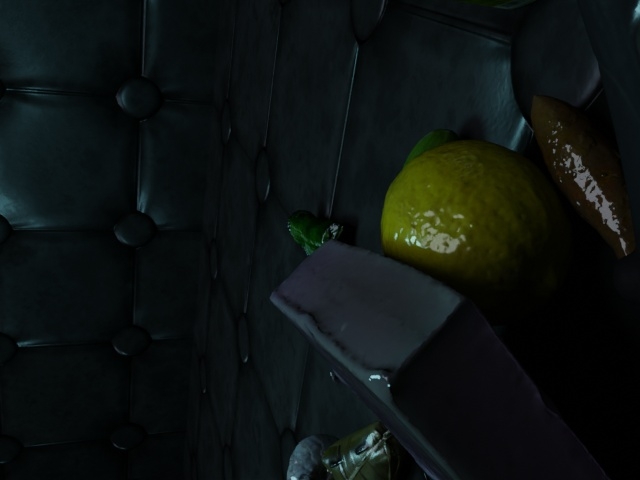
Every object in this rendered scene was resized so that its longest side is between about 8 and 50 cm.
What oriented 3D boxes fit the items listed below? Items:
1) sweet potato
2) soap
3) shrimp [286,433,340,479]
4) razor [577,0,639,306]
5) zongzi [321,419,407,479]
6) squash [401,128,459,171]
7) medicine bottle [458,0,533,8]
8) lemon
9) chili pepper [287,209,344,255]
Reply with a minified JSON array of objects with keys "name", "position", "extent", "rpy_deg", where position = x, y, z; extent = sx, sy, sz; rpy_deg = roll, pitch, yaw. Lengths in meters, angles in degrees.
[{"name":"sweet potato","position":[0.237,-0.051,0.560],"extent":[0.068,0.060,0.206],"rpy_deg":[52,-161,-56]},{"name":"soap","position":[0.107,0.150,0.601],"extent":[0.296,0.107,0.285],"rpy_deg":[49,171,-21]},{"name":"shrimp","position":[0.029,0.477,1.009],"extent":[0.116,0.145,0.343],"rpy_deg":[-32,65,41]},{"name":"razor","position":[0.259,-0.125,0.408],"extent":[0.204,0.113,0.349],"rpy_deg":[149,117,-68]},{"name":"zongzi","position":[0.103,0.352,0.935],"extent":[0.189,0.081,0.178],"rpy_deg":[-44,70,45]},{"name":"squash","position":[0.123,0.003,0.821],"extent":[0.082,0.082,0.292],"rpy_deg":[-134,48,-62]},{"name":"medicine bottle","position":[0.135,-0.309,0.632],"extent":[0.088,0.188,0.132],"rpy_deg":[-168,79,-69]},{"name":"lemon","position":[0.148,-0.006,0.630],"extent":[0.193,0.180,0.180],"rpy_deg":[61,148,25]},{"name":"chili pepper","position":[0.002,0.000,1.185],"extent":[0.224,0.061,0.098],"rpy_deg":[-153,62,-62]}]
